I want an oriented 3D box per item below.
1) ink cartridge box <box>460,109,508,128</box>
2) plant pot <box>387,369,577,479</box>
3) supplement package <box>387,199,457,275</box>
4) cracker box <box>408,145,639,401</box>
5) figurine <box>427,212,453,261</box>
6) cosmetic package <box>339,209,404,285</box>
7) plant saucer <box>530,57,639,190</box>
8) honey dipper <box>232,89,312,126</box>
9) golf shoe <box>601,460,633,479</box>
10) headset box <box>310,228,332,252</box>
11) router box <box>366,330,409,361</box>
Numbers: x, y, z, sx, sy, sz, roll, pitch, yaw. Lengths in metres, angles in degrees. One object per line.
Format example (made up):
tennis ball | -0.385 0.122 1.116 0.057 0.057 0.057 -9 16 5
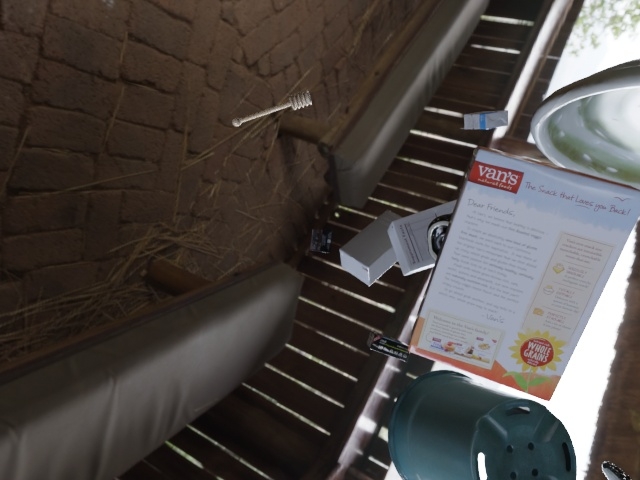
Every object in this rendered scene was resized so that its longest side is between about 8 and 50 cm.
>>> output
ink cartridge box | 0.298 -0.221 0.832 0.083 0.048 0.028 -140 -140 -69
plant pot | 0.382 0.488 1.078 0.341 0.341 0.334 -62 -174 -19
supplement package | 0.311 -0.015 1.159 0.134 0.244 0.138 70 2 -80
cracker box | 0.203 0.033 0.480 0.067 0.156 0.232 -41 148 -69
figurine | 0.345 -0.022 0.861 0.209 0.215 0.092 -25 113 -47
cosmetic package | 0.186 0.020 1.449 0.238 0.127 0.107 -39 142 -21
plant saucer | 0.483 -0.136 0.561 0.100 0.401 0.400 -67 157 -2
honey dipper | -0.097 -0.253 0.876 0.030 0.161 0.030 -15 90 -81
golf shoe | 0.683 0.595 0.999 0.094 0.198 0.077 -44 144 18
headset box | 0.000 0.000 1.243 0.032 0.083 0.062 8 90 -24
router box | 0.167 0.260 1.125 0.122 0.092 0.038 80 30 -83
